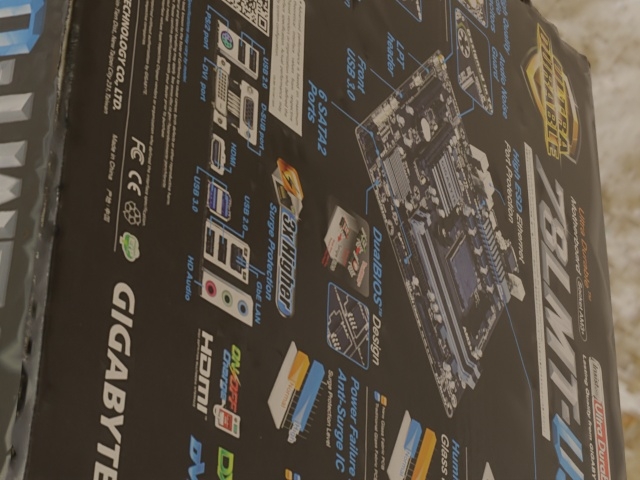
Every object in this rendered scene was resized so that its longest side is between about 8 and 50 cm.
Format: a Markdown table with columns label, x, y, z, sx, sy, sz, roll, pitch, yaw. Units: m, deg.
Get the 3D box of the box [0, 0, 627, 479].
| label | x | y | z | sx | sy | sz | roll | pitch | yaw |
| --- | --- | --- | --- | --- | --- | --- | --- | --- | --- |
| box | 0.000 | 0.000 | 0.539 | 0.073 | 0.296 | 0.293 | -18 | 146 | 30 |
